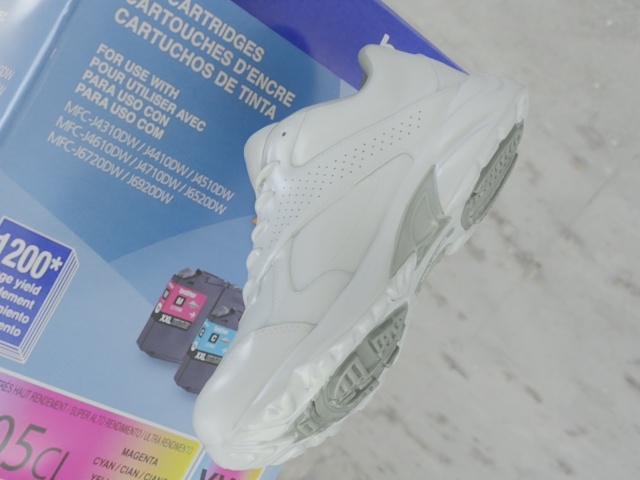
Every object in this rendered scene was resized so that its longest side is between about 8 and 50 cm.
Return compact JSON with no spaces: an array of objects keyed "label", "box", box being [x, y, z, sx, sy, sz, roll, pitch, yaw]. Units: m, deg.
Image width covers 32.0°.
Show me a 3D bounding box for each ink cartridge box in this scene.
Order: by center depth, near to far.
[{"label":"ink cartridge box","box":[-0.084,-0.046,0.646,0.270,0.395,0.151,29,178,-40]}]

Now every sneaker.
[{"label":"sneaker","box":[0.000,0.000,0.530,0.115,0.232,0.090,28,154,19]}]
